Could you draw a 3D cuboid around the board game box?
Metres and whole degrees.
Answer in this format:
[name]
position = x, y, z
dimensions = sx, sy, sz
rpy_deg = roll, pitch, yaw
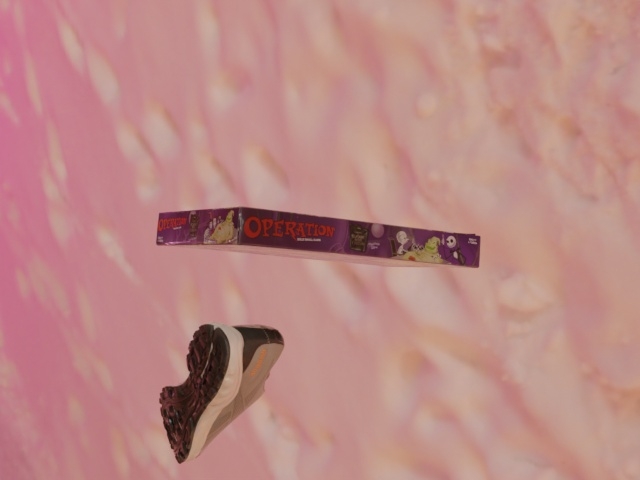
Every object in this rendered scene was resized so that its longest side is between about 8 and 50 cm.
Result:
[board game box]
position = 0.000, 0.000, 1.194
dimensions = 0.208, 0.347, 0.056
rpy_deg = -8, 78, 55

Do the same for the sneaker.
[sneaker]
position = -0.126, 0.195, 1.213
dimensions = 0.271, 0.108, 0.100
rpy_deg = -55, 51, 44
